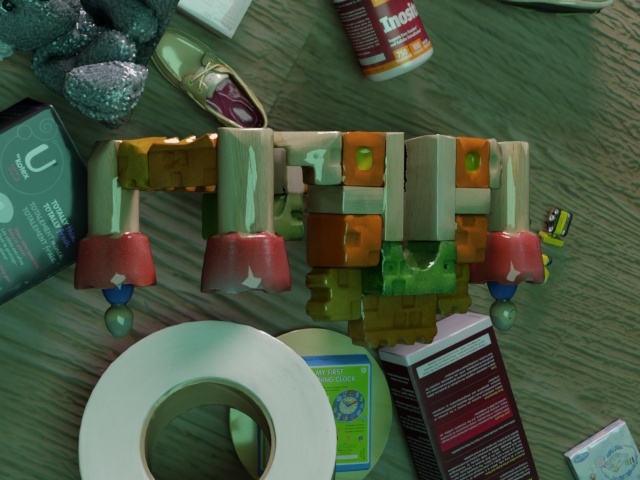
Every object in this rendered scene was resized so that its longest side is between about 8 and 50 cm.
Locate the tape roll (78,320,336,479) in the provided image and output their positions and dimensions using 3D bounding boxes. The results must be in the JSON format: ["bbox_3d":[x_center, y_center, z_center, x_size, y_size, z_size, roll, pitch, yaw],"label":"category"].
[{"bbox_3d":[-0.123,0.237,1.733,0.286,0.100,0.286,0,68,-1],"label":"tape roll"}]

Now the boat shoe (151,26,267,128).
[{"bbox_3d":[-0.122,-0.180,1.775,0.170,0.059,0.063,39,84,-19],"label":"boat shoe"}]

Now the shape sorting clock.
[{"bbox_3d":[-0.011,0.208,1.869,0.206,0.040,0.206,-1,93,-20],"label":"shape sorting clock"}]

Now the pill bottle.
[{"bbox_3d":[0.065,-0.267,1.812,0.086,0.086,0.152,-29,105,-13],"label":"pill bottle"}]

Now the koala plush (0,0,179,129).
[{"bbox_3d":[-0.281,-0.233,1.654,0.221,0.203,0.196,23,78,-11],"label":"koala plush"}]

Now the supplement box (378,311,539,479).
[{"bbox_3d":[0.172,0.221,1.907,0.130,0.073,0.239,-23,103,-24],"label":"supplement box"}]

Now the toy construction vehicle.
[{"bbox_3d":[0.260,0.001,1.941,0.086,0.035,0.098,13,95,-30],"label":"toy construction vehicle"}]

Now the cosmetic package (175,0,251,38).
[{"bbox_3d":[-0.183,-0.326,1.737,0.239,0.060,0.099,30,85,-19],"label":"cosmetic package"}]

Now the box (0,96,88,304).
[{"bbox_3d":[-0.377,-0.017,1.667,0.270,0.143,0.165,-30,107,-13],"label":"box"}]

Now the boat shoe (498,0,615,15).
[{"bbox_3d":[0.243,-0.314,1.874,0.228,0.069,0.081,10,82,-19],"label":"boat shoe"}]

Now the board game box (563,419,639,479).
[{"bbox_3d":[0.371,0.292,2.017,0.090,0.020,0.090,-29,105,-12],"label":"board game box"}]

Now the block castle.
[{"bbox_3d":[0.000,0.000,1.645,0.453,0.303,0.212,0,90,-42],"label":"block castle"}]
